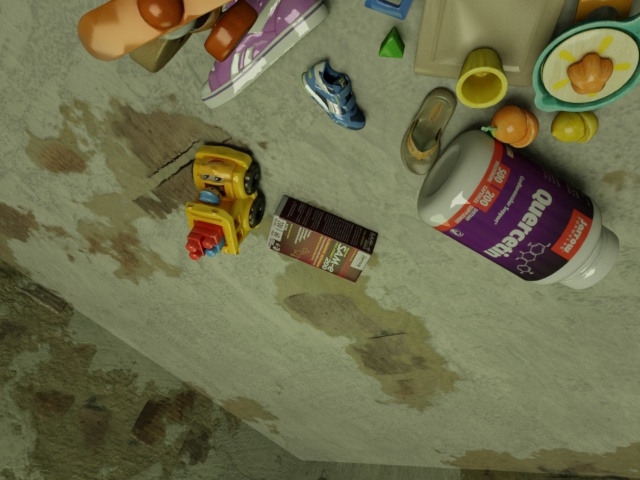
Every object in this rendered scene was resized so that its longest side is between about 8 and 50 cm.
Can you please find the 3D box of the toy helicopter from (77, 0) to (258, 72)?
[{"bbox_3d":[-0.111,-0.298,0.476,0.140,0.235,0.355,39,138,-17],"label":"toy helicopter"}]

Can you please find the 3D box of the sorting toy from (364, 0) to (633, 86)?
[{"bbox_3d":[0.237,-0.314,0.670,0.348,0.047,0.196,10,144,8],"label":"sorting toy"}]

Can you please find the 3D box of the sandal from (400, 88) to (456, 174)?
[{"bbox_3d":[0.187,-0.183,0.844,0.072,0.049,0.180,19,141,3],"label":"sandal"}]

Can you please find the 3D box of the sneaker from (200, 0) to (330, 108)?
[{"bbox_3d":[-0.135,-0.347,0.776,0.282,0.102,0.161,-30,116,32],"label":"sneaker"}]

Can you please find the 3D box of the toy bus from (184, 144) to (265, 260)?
[{"bbox_3d":[-0.232,-0.067,1.049,0.150,0.211,0.220,14,139,12],"label":"toy bus"}]

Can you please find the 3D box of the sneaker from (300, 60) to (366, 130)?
[{"bbox_3d":[0.033,-0.252,0.834,0.144,0.053,0.059,38,136,-21],"label":"sneaker"}]

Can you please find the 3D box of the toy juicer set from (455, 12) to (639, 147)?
[{"bbox_3d":[0.372,-0.209,0.646,0.329,0.089,0.209,-13,138,33],"label":"toy juicer set"}]

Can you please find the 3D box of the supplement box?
[{"bbox_3d":[0.000,0.000,1.127,0.240,0.073,0.130,21,141,-1],"label":"supplement box"}]

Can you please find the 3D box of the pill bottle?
[{"bbox_3d":[0.345,-0.042,0.830,0.323,0.181,0.181,28,141,-8],"label":"pill bottle"}]
